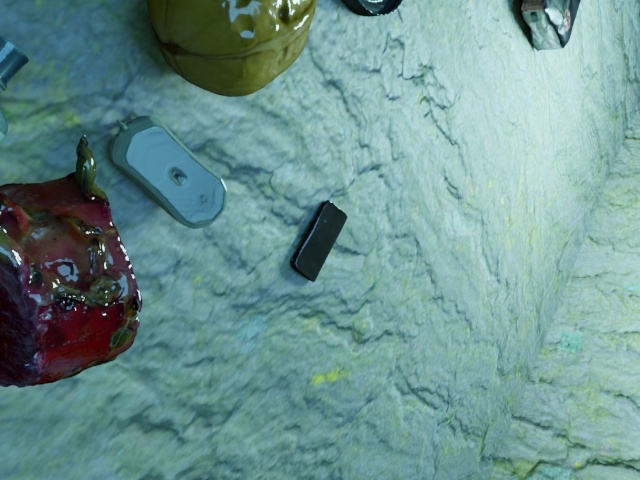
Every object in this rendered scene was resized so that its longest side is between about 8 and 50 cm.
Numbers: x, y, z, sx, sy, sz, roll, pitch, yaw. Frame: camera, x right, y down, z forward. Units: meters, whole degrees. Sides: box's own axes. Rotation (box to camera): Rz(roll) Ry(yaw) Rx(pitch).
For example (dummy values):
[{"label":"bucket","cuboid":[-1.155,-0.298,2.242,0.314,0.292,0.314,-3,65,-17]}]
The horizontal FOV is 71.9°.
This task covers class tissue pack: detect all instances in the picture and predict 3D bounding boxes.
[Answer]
[{"label":"tissue pack","cuboid":[0.692,-0.765,1.292,0.245,0.123,0.332,16,89,-49]}]

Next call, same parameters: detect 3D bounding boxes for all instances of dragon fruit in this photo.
[{"label":"dragon fruit","cuboid":[-0.292,0.036,0.430,0.147,0.211,0.282,-29,149,-49]}]

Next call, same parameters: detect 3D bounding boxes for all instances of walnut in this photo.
[{"label":"walnut","cuboid":[-0.105,-0.290,0.565,0.226,0.193,0.193,-39,126,-35]}]

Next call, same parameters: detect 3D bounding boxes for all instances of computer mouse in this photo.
[{"label":"computer mouse","cuboid":[-0.208,-0.092,0.599,0.181,0.056,0.089,47,68,-35]}]

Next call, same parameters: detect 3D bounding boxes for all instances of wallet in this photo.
[{"label":"wallet","cuboid":[0.000,0.000,0.860,0.082,0.018,0.156,39,73,-44]}]

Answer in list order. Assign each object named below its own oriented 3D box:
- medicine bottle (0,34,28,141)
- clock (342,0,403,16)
[{"label":"medicine bottle","cuboid":[-0.369,-0.112,0.431,0.090,0.054,0.208,41,71,-43]},{"label":"clock","cuboid":[0.090,-0.523,0.801,0.215,0.042,0.214,-14,110,-43]}]
